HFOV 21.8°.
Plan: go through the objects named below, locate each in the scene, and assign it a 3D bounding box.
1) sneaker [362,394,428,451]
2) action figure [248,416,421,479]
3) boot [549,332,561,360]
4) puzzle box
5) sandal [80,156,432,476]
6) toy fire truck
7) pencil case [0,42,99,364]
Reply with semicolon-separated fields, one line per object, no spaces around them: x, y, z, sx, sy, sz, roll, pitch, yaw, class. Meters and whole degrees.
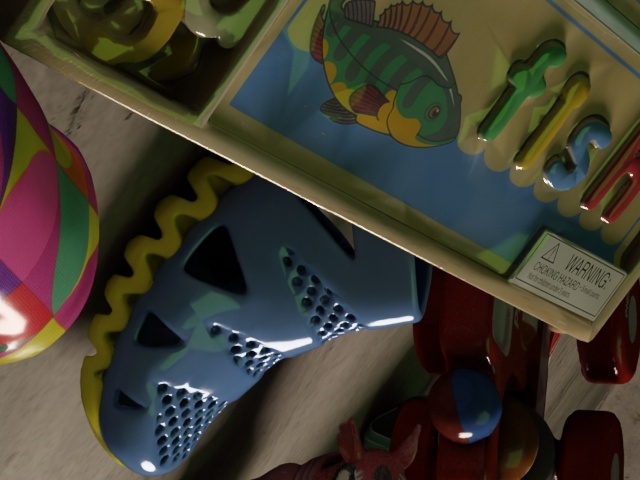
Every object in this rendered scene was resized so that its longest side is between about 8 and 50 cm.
0.087;0.184;1.607;0.224;0.083;0.098;110;3;-57;sneaker
0.003;0.270;1.226;0.370;0.248;0.276;-64;168;26;action figure
0.193;0.083;1.635;0.244;0.088;0.176;-59;164;-6;boot
0.080;-0.125;0.673;0.409;0.052;0.272;25;102;-49;puzzle box
0.000;0.000;0.847;0.317;0.138;0.126;-53;166;9;sandal
0.129;0.093;1.231;0.254;0.169;0.302;50;46;-60;toy fire truck
-0.133;-0.036;0.484;0.104;0.104;0.236;-49;165;-11;pencil case
